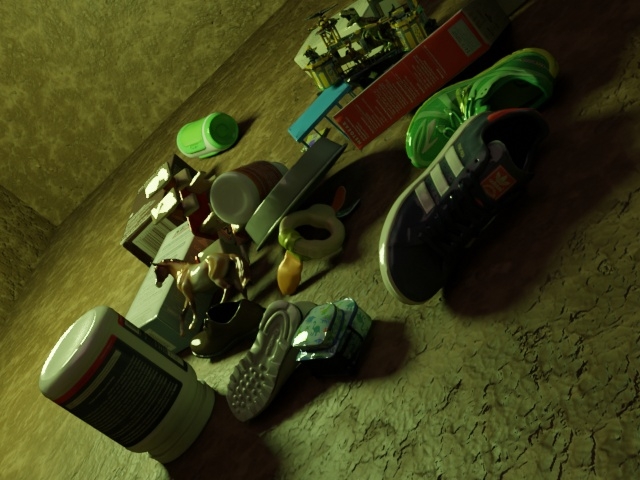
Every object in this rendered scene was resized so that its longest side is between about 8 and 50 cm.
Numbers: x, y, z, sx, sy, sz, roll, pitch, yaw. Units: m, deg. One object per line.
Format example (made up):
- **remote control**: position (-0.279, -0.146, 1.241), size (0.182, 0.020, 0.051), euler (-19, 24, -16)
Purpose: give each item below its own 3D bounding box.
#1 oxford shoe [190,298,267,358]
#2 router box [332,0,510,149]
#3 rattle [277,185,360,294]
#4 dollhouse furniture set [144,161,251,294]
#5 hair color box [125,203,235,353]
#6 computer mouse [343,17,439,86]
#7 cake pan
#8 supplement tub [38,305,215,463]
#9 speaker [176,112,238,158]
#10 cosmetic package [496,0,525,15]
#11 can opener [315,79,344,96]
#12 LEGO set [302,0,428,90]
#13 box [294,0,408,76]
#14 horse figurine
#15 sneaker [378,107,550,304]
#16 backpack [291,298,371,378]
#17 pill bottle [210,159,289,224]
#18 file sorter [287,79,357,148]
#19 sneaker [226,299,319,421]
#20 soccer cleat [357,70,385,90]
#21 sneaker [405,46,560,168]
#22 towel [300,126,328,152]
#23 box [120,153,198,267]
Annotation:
- **oxford shoe**: position (-0.195, 0.164, 1.583), size (0.227, 0.096, 0.082), euler (-32, 29, 38)
- **router box**: position (0.201, -0.332, 1.538), size (0.301, 0.082, 0.335), euler (-36, 7, 29)
- **rattle**: position (0.000, 0.000, 1.574), size (0.130, 0.142, 0.199), euler (4, 31, 24)
- **dollhouse furniture set**: position (-0.265, -0.024, 1.839), size (0.135, 0.262, 0.259), euler (-39, 56, 28)
- **hair color box**: position (-0.334, 0.104, 1.909), size (0.185, 0.114, 0.374), euler (-31, 29, 37)
- **computer mouse**: position (0.179, -0.418, 1.885), size (0.262, 0.060, 0.184), euler (-32, 21, 9)
- **cake pan**: position (-0.055, -0.104, 1.675), size (0.293, 0.054, 0.293), euler (-50, 1, 1)
- **supplement tub**: position (-0.348, 0.264, 1.467), size (0.191, 0.272, 0.191), euler (-40, 24, 21)
- **speaker**: position (-0.383, -0.351, 2.715), size (0.131, 0.131, 0.296), euler (-57, 24, -19)
- **cosmetic package**: position (0.303, -0.654, 1.735), size (0.097, 0.284, 0.377), euler (-41, 23, 22)
- **can opener**: position (0.031, -0.408, 2.158), size (0.186, 0.073, 0.059), euler (180, 89, -65)
- **LEGO set**: position (0.084, -0.506, 1.833), size (0.331, 0.192, 0.255), euler (-17, 25, 31)
- **box**: position (0.082, -0.543, 2.173), size (0.311, 0.121, 0.148), euler (-12, 42, 55)
- **horse figurine**: position (-0.235, 0.092, 1.685), size (0.263, 0.066, 0.174), euler (-22, 65, 28)
- **sneaker**: position (0.212, -0.062, 1.151), size (0.148, 0.131, 0.350), euler (-9, 45, 60)
- **backpack**: position (0.020, 0.142, 1.237), size (0.105, 0.084, 0.114), euler (-16, 36, 48)
- **pill bottle**: position (-0.149, -0.117, 1.841), size (0.121, 0.121, 0.216), euler (-36, -1, 29)
- **file sorter**: position (0.027, -0.272, 1.861), size (0.170, 0.104, 0.118), euler (-46, 22, 6)
- **sneaker**: position (-0.071, 0.202, 1.325), size (0.090, 0.095, 0.235), euler (42, 111, 28)
- **soccer cleat**: position (0.145, -0.351, 1.812), size (0.060, 0.072, 0.179), euler (-56, 23, -16)
- **sneaker**: position (0.256, -0.210, 1.335), size (0.295, 0.109, 0.123), euler (-34, 23, 32)
- **towel**: position (-0.015, -0.254, 2.034), size (0.083, 0.009, 0.060), euler (-16, 40, 53)
- **box**: position (-0.473, -0.096, 2.457), size (0.191, 0.143, 0.381), euler (-42, 21, 16)
